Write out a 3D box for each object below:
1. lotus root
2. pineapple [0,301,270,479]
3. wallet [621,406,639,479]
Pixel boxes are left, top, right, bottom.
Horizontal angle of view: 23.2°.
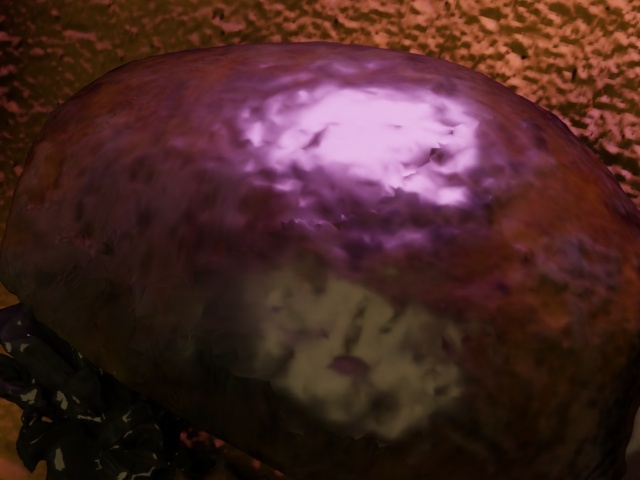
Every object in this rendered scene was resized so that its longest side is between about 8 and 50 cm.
[{"bbox_3d":[-0.003,0.001,0.715,0.314,0.142,0.210,17,88,32],"label":"lotus root"},{"bbox_3d":[-0.084,0.124,0.778,0.128,0.128,0.248,-42,66,12],"label":"pineapple"},{"bbox_3d":[0.090,0.094,0.753,0.153,0.039,0.118,-41,75,14],"label":"wallet"}]
